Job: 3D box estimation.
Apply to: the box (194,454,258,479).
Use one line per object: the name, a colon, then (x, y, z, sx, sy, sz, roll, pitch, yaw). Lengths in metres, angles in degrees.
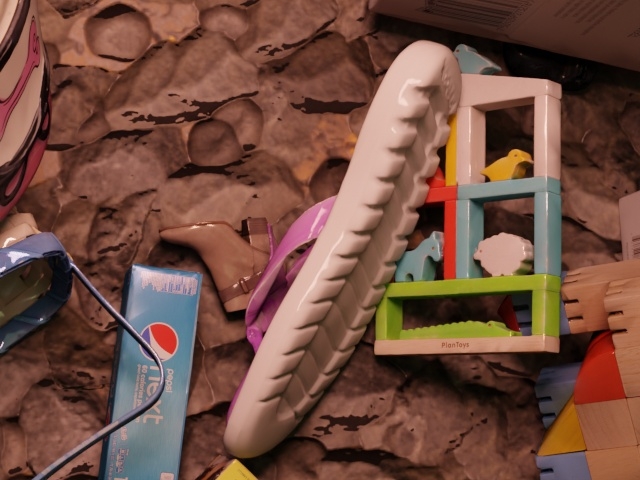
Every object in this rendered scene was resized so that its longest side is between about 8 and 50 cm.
box: (-0.144, 0.296, 1.324, 0.058, 0.087, 0.232, 45, 75, -6)

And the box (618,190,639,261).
box: (0.397, 0.015, 1.479, 0.170, 0.091, 0.130, 2, 82, -12)

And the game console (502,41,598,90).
game console: (0.239, -0.336, 1.515, 0.213, 0.044, 0.361, 9, 80, -10)

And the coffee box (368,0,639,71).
coffee box: (0.259, -0.372, 1.328, 0.338, 0.337, 0.334, 11, 80, -9)

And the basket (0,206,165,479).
basket: (-0.310, 0.090, 1.251, 0.255, 0.201, 0.289, -38, 82, -15)

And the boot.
boot: (-0.090, 0.025, 1.393, 0.118, 0.042, 0.087, -6, 86, -13)

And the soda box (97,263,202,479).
soda box: (-0.156, 0.131, 1.348, 0.067, 0.071, 0.210, 9, 81, -12)

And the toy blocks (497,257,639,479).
toy blocks: (0.314, 0.166, 1.370, 0.261, 0.191, 0.381, -11, 106, 23)

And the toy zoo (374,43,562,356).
toy zoo: (0.137, -0.039, 1.388, 0.030, 0.192, 0.293, 11, 77, -50)

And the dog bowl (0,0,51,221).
dog bowl: (-0.401, -0.108, 1.191, 0.408, 0.150, 0.408, -9, 49, 10)

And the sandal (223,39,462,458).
sandal: (0.005, 0.004, 1.362, 0.102, 0.169, 0.416, 27, 88, 23)
